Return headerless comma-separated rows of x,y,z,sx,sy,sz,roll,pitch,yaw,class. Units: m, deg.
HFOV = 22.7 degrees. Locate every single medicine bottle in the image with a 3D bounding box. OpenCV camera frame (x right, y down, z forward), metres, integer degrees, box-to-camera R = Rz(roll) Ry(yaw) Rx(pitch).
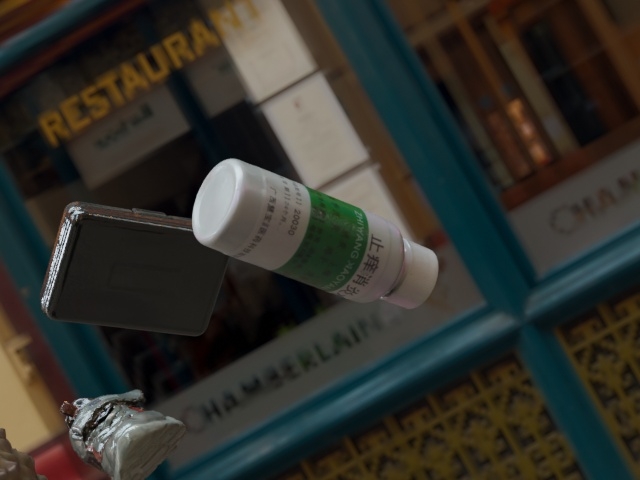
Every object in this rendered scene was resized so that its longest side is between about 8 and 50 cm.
0.000,0.000,1.604,0.260,0.095,0.095,20,-34,-32,medicine bottle

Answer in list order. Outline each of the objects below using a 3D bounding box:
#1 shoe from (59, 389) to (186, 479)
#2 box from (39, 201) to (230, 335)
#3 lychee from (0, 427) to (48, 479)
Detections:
-0.223,0.206,1.749,0.099,0.125,0.227,-42,-6,-17,shoe
-0.236,0.040,2.048,0.230,0.160,0.050,9,20,-29,box
-0.366,0.305,1.265,0.380,0.432,0.380,-33,29,22,lychee
